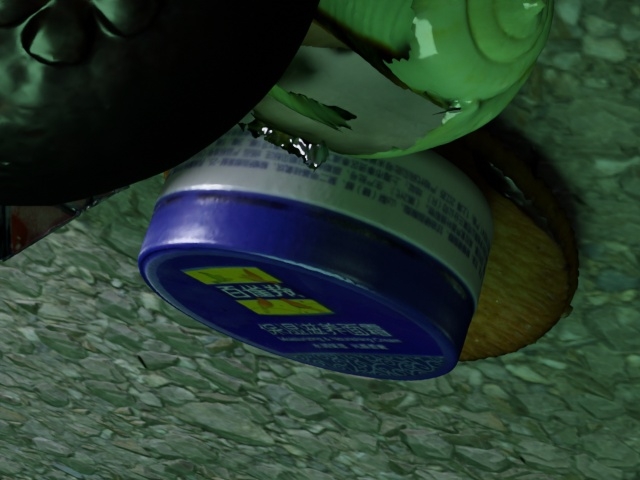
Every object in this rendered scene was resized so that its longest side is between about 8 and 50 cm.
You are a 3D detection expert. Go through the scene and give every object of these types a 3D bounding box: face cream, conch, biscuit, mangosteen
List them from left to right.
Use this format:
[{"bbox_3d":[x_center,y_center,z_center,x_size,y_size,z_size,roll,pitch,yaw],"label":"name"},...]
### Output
[{"bbox_3d":[-0.133,-0.162,0.798,0.297,0.297,0.313,20,-174,1],"label":"mangosteen"},{"bbox_3d":[0.000,0.000,1.023,0.206,0.111,0.206,14,160,5],"label":"face cream"},{"bbox_3d":[0.016,-0.113,0.891,0.251,0.143,0.137,-10,-177,35],"label":"conch"},{"bbox_3d":[0.032,-0.015,1.150,0.305,0.038,0.305,17,147,12],"label":"biscuit"}]

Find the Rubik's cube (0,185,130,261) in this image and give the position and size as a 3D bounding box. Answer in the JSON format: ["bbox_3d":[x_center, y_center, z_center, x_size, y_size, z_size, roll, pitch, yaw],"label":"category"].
[{"bbox_3d":[-0.268,-0.030,1.237,0.211,0.190,0.178,34,165,-12],"label":"Rubik's cube"}]
